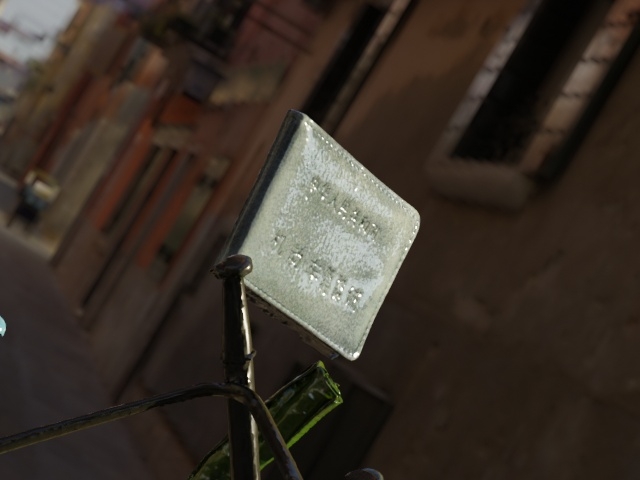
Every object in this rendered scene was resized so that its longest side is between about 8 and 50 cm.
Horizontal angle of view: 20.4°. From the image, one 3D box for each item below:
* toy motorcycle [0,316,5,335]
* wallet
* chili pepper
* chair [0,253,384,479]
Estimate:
[{"bbox_3d":[-0.471,0.159,2.172,0.124,0.272,0.182,23,-12,0],"label":"toy motorcycle"},{"bbox_3d":[0.002,0.001,1.604,0.036,0.167,0.222,17,-14,38],"label":"wallet"},{"bbox_3d":[-0.114,0.282,2.136,0.076,0.359,0.085,39,13,-32],"label":"chili pepper"},{"bbox_3d":[-0.145,0.305,1.338,0.362,0.365,0.410,-126,-159,-60],"label":"chair"}]
